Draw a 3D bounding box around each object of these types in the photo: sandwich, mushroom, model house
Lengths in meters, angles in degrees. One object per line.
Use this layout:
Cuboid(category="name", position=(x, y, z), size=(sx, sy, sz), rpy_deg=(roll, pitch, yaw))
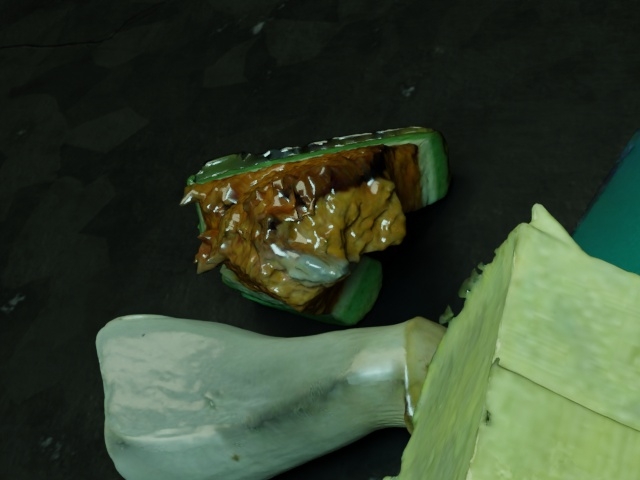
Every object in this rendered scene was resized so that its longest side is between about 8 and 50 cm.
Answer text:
Cuboid(category="sandwich", position=(0.000, 0.000, 1.613), size=(0.250, 0.162, 0.301), rpy_deg=(-13, 10, 7))
Cuboid(category="mushroom", position=(-0.034, 0.123, 1.519), size=(0.329, 0.159, 0.122), rpy_deg=(-10, 5, 23))
Cuboid(category="model house", position=(0.185, 0.190, 1.229), size=(0.266, 0.261, 0.321), rpy_deg=(18, 59, -3))

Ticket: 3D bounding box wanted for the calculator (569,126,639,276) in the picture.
Cuboid(category="calculator", position=(0.327, 0.000, 1.453), size=(0.274, 0.058, 0.248), rpy_deg=(10, 56, 42))
